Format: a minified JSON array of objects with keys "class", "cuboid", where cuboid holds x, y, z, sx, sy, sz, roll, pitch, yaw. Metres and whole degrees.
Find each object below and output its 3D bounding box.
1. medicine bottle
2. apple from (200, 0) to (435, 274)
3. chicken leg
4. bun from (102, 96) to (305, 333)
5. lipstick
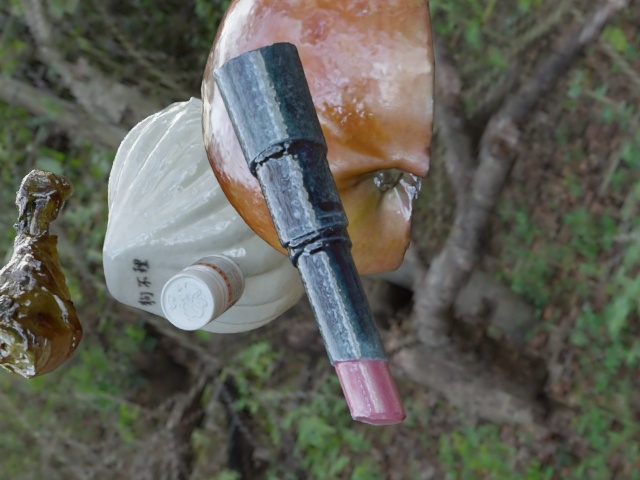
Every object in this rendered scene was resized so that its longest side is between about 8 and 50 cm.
[{"class":"medicine bottle","cuboid":[-0.112,0.049,1.406,0.057,0.057,0.089,-64,-9,18]},{"class":"apple","cuboid":[-0.014,-0.108,1.210,0.251,0.163,0.293,-102,13,-48]},{"class":"chicken leg","cuboid":[-0.303,0.033,1.556,0.087,0.107,0.251,127,151,-49]},{"class":"bun","cuboid":[-0.152,0.000,1.553,0.175,0.263,0.263,-34,-5,-27]},{"class":"lipstick","cuboid":[0.000,0.000,0.872,0.234,0.053,0.053,70,160,7]}]
